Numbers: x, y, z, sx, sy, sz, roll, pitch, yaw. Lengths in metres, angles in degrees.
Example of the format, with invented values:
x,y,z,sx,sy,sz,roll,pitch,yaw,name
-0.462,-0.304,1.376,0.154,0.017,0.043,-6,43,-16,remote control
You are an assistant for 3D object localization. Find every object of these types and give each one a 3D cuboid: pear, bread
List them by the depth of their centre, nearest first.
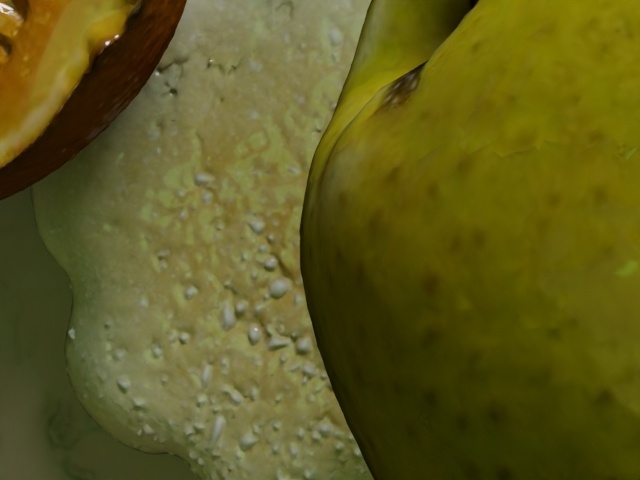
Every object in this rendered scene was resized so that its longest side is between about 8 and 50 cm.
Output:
x,y,z,sx,sy,sz,roll,pitch,yaw,name
0.191,0.028,0.643,0.418,0.362,0.362,35,106,-13,pear
0.000,0.000,0.861,0.316,0.054,0.316,2,96,15,bread

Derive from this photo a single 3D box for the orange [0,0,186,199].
x,y,z,sx,sy,sz,roll,pitch,yaw,name
-0.212,-0.146,0.809,0.310,0.274,0.274,11,100,-8,orange
